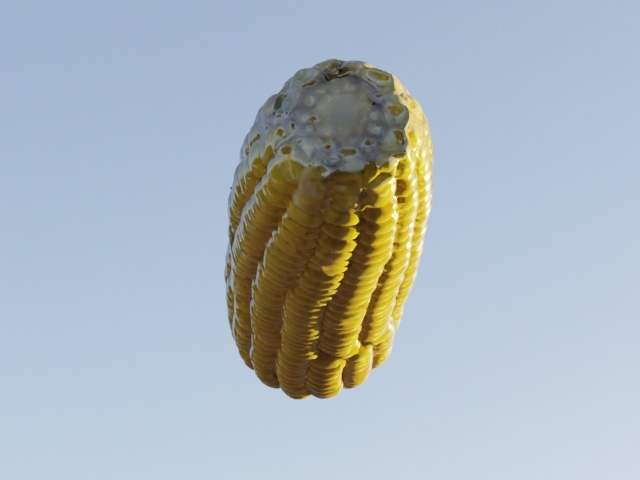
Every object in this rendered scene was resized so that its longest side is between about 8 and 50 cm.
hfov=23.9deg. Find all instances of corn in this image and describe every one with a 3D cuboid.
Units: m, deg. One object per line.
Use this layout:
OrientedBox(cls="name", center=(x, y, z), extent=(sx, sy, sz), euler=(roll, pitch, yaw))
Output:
OrientedBox(cls="corn", center=(0.000, 0.000, 0.575), extent=(0.080, 0.080, 0.231), euler=(5, -21, 0))
